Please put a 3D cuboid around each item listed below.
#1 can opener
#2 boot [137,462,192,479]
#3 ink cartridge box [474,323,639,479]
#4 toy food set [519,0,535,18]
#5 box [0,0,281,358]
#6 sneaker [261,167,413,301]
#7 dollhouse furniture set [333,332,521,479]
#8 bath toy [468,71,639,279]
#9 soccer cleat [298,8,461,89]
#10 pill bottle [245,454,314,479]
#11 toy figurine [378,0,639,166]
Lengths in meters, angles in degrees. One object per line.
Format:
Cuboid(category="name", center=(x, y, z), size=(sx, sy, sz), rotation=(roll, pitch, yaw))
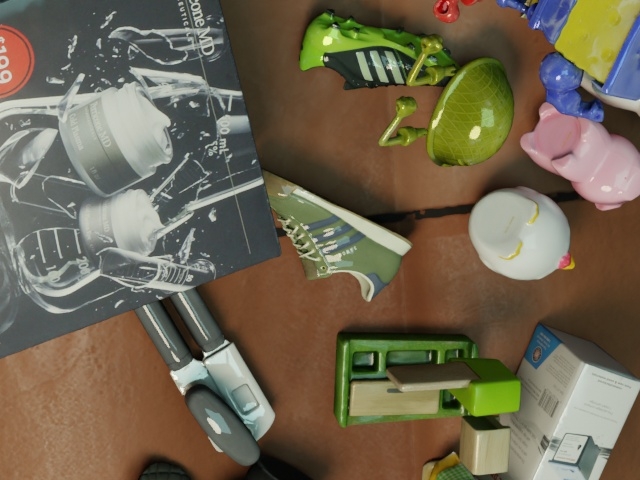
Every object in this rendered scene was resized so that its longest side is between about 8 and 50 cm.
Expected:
Cuboid(category="can opener", center=(-0.134, 0.107, 1.825), size=(0.076, 0.095, 0.283), rotation=(-31, 109, -4))
Cuboid(category="boot", center=(-0.209, 0.369, 1.867), size=(0.083, 0.247, 0.161), rotation=(23, 143, -27))
Cuboid(category="ink cartridge box", center=(0.255, 0.206, 1.912), size=(0.082, 0.139, 0.191), rotation=(18, 100, -18))
Cuboid(category="toy food set", center=(0.214, -0.299, 1.839), size=(0.078, 0.019, 0.122), rotation=(18, 107, -16))
Cuboid(category="box", center=(-0.237, -0.110, 1.628), size=(0.312, 0.179, 0.343), rotation=(-21, 123, -12))
Cuboid(category="sneaker", center=(0.000, 0.000, 1.842), size=(0.192, 0.064, 0.086), rotation=(26, 92, -20))
Cuboid(category="dollhouse furniture set", center=(0.106, 0.266, 1.865), size=(0.151, 0.197, 0.302), rotation=(-1, 104, -13))
Cuboid(category="bath toy", center=(0.299, -0.100, 1.857), size=(0.348, 0.151, 0.129), rotation=(-55, 143, 5))
Cuboid(category="soccer cleat", center=(0.062, -0.185, 1.820), size=(0.178, 0.060, 0.072), rotation=(15, 125, -20))
Cuboid(category="pill bottle", center=(-0.082, 0.348, 1.884), size=(0.122, 0.123, 0.219), rotation=(28, 97, -17))
Cuboid(category="toy figurine", center=(0.244, -0.191, 1.719), size=(0.191, 0.217, 0.363), rotation=(0, 119, -57))
